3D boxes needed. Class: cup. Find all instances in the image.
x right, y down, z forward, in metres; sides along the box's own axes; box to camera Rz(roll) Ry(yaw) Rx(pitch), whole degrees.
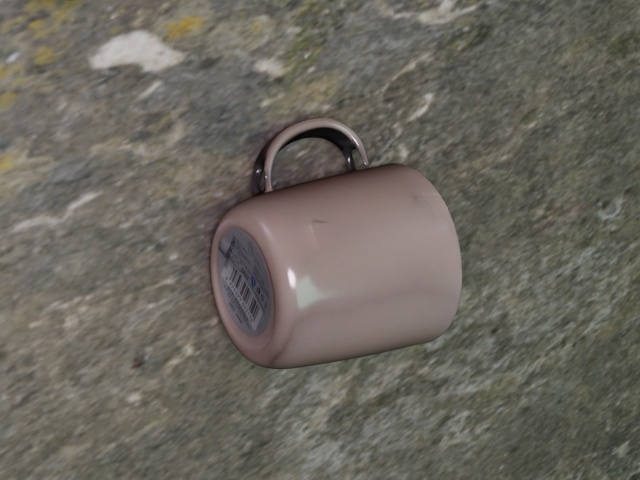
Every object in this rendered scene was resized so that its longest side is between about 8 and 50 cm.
[{"bbox_3d":[0.000,0.000,1.408,0.200,0.191,0.253,-11,81,-30],"label":"cup"}]
